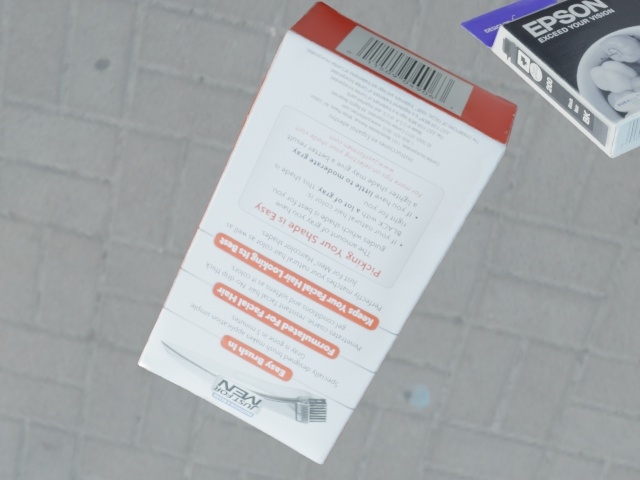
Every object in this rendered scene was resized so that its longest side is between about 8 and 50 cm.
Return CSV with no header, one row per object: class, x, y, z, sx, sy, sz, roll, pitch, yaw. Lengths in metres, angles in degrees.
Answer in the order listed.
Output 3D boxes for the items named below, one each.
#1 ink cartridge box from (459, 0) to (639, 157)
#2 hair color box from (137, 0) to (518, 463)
ink cartridge box,0.260,-0.176,0.981,0.206,0.208,0.045,-24,140,-20
hair color box,0.000,0.000,0.474,0.093,0.053,0.167,29,117,1
